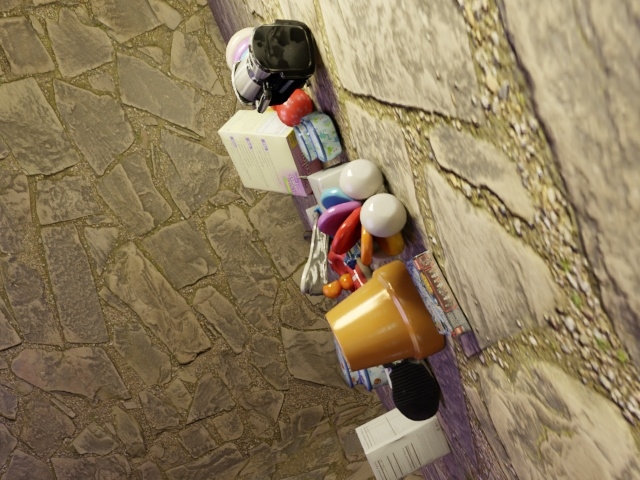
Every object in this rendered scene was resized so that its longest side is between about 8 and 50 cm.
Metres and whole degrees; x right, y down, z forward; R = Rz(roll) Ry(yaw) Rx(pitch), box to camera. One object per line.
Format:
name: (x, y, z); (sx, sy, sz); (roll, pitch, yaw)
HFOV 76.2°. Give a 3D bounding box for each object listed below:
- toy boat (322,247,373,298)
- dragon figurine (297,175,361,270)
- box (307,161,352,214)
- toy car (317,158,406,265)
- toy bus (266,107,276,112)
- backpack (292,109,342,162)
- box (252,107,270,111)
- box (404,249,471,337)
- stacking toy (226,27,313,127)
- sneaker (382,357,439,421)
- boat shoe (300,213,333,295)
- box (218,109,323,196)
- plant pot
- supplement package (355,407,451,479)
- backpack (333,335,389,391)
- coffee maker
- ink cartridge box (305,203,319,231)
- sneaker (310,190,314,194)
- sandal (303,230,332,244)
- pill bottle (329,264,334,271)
toy boat: (0.077, 0.128, 1.250); (0.151, 0.151, 0.231); (83, 163, -54)
dragon figurine: (0.046, -0.055, 1.107); (0.289, 0.085, 0.144); (63, 175, -29)
box: (0.046, -0.096, 0.900); (0.170, 0.090, 0.130); (-132, 19, -75)
toy car: (0.064, -0.037, 0.724); (0.159, 0.136, 0.182); (74, 170, -63)
toy bus: (-0.123, -0.330, 1.360); (0.211, 0.149, 0.220); (53, 173, -4)
backpack: (-0.005, -0.221, 0.890); (0.105, 0.084, 0.114); (65, 173, -26)
box: (-0.209, -0.432, 1.635); (0.232, 0.148, 0.127); (133, 111, -85)
box: (0.187, 0.087, 0.666); (0.094, 0.027, 0.137); (88, 156, -81)
stacking toy: (-0.116, -0.406, 1.044); (0.330, 0.141, 0.141); (54, 170, 30)
sneaker: (0.215, 0.308, 1.069); (0.146, 0.122, 0.331); (-63, -50, -73)
boat shoe: (0.014, 0.032, 1.396); (0.112, 0.095, 0.336); (77, -156, -66)
box: (-0.141, -0.260, 1.209); (0.242, 0.117, 0.214); (12, 143, 29)
plant pot: (0.119, 0.171, 0.846); (0.205, 0.187, 0.205); (156, 90, -85)
supplement package: (0.257, 0.632, 1.293); (0.139, 0.244, 0.134); (-138, 24, -79)
backpack: (0.169, 0.428, 1.527); (0.277, 0.213, 0.263); (67, 168, -2)
coffee maker: (-0.077, -0.347, 0.801); (0.120, 0.171, 0.178); (60, 159, -13)
ink cartridge box: (-0.003, -0.067, 1.690); (0.198, 0.067, 0.115); (74, 170, -57)
sneaker: (-0.079, -0.236, 1.534); (0.088, 0.092, 0.225); (70, 172, -45)
sandal: (0.000, 0.000, 1.592); (0.219, 0.060, 0.090); (3, 144, 48)
pill bottle: (0.079, 0.081, 1.432); (0.152, 0.086, 0.086); (173, 73, -85)
